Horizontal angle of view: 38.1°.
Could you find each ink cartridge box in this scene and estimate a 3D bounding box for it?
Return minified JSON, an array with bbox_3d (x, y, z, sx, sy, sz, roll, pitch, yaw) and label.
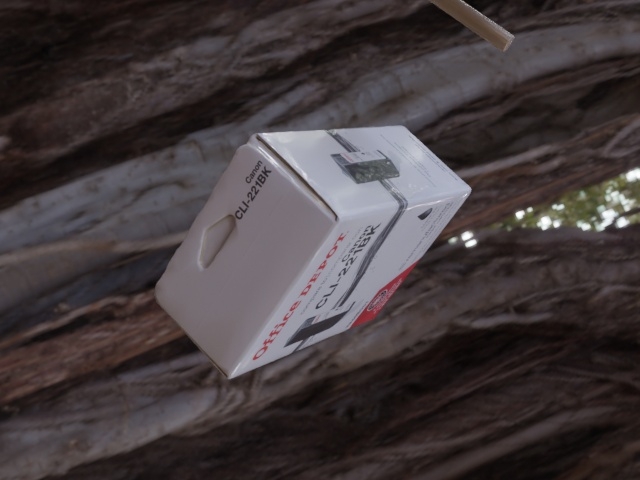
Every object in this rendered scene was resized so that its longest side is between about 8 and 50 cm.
[{"bbox_3d":[0.000,0.000,0.894,0.114,0.273,0.197,45,-62,20],"label":"ink cartridge box"}]

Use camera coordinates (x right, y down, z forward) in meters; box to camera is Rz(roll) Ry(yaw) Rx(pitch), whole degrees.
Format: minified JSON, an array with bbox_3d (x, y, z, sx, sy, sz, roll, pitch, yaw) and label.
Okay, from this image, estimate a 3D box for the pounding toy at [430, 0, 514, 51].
[{"bbox_3d":[0.139,-0.310,0.785,0.183,0.110,0.237,28,-48,10],"label":"pounding toy"}]
